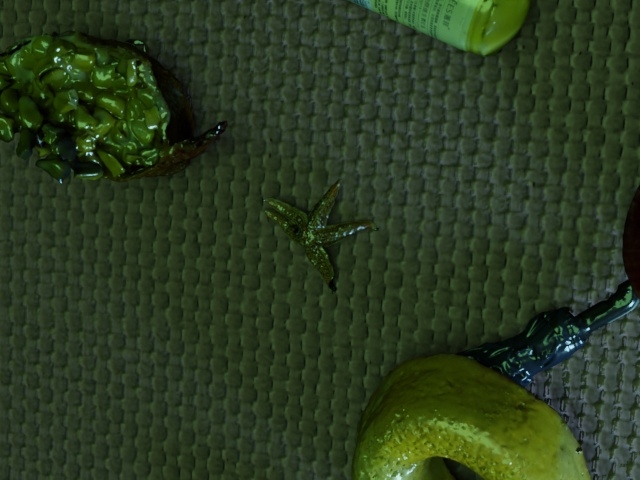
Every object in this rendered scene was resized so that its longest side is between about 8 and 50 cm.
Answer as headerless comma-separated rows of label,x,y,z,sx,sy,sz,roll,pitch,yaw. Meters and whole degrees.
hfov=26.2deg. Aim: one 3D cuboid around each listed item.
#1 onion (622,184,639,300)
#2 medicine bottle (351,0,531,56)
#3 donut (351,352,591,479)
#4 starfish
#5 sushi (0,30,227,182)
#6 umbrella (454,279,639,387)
onion,0.430,-0.008,1.399,0.248,0.161,0.248,-7,73,23
medicine bottle,0.113,-0.286,1.484,0.239,0.124,0.124,25,103,13
donut,0.155,0.266,1.505,0.277,0.108,0.277,9,116,19
starfish,0.000,0.000,1.593,0.133,0.041,0.130,-10,94,19
sushi,-0.256,-0.153,1.590,0.296,0.179,0.167,37,101,10
umbrella,0.245,0.116,1.512,0.248,0.071,0.071,-29,87,20
